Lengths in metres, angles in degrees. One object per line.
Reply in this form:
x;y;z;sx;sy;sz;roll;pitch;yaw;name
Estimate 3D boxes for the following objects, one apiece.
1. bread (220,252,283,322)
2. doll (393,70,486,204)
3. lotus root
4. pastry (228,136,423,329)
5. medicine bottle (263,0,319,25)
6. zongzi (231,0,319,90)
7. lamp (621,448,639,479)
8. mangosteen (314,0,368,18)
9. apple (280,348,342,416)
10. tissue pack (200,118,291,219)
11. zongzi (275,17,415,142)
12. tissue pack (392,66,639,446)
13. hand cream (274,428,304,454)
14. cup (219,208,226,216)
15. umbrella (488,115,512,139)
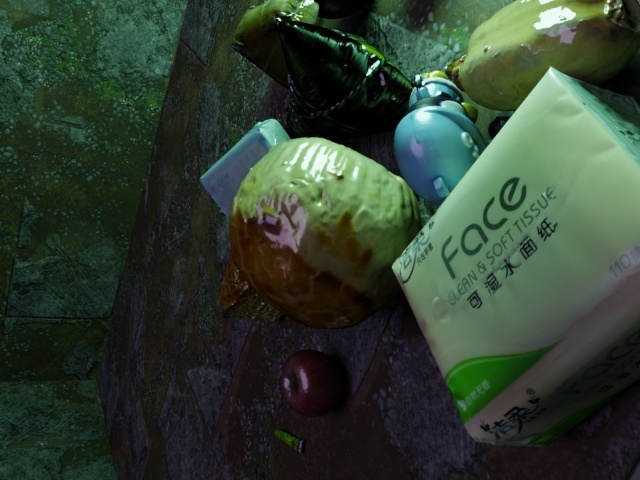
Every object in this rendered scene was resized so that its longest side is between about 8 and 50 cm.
-0.131;0.070;1.537;0.340;0.194;0.179;-45;43;43;bread
0.204;-0.175;1.008;0.141;0.177;0.314;-24;35;30;doll
0.320;-0.283;0.908;0.342;0.151;0.169;-5;61;63;lotus root
0.000;0.000;1.144;0.388;0.388;0.313;-11;49;57;pastry
-0.071;-0.633;1.588;0.157;0.156;0.289;39;118;54;medicine bottle
-0.037;-0.436;1.399;0.145;0.300;0.273;-56;28;-13;zongzi
0.457;0.362;0.664;0.269;0.047;0.267;45;122;52;lamp
0.035;-0.625;1.336;0.265;0.228;0.229;-178;94;-71;mangosteen
-0.018;0.328;1.369;0.153;0.119;0.154;-4;84;53;apple
-0.150;-0.150;1.413;0.263;0.089;0.177;-32;97;43;tissue pack
0.008;-0.347;1.234;0.319;0.362;0.383;-62;32;1;zongzi
0.314;0.035;0.806;0.405;0.205;0.332;-56;37;35;tissue pack
-0.078;0.512;1.524;0.121;0.023;0.036;5;86;55;hand cream
-0.163;-0.160;1.667;0.258;0.186;0.234;135;148;-83;cup
0.345;-0.187;0.941;0.188;0.050;0.046;1;107;58;umbrella
